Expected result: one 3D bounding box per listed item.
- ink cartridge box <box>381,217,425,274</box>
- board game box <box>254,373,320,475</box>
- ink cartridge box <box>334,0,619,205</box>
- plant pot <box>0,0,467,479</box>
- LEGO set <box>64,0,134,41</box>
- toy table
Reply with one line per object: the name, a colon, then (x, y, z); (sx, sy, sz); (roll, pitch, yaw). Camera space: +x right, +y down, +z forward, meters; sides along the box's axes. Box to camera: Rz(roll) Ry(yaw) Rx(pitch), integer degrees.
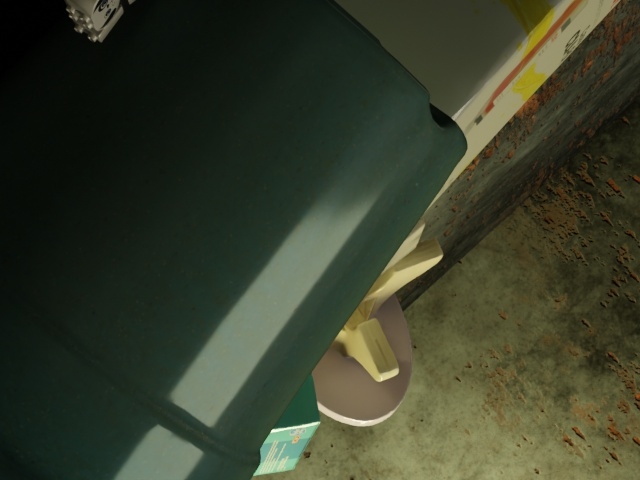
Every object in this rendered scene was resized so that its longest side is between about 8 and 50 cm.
ink cartridge box: (0.000, 0.000, 1.840); (0.203, 0.148, 0.086); (-39, 167, -18)
board game box: (-0.186, 0.242, 1.911); (0.336, 0.079, 0.254); (-6, 160, -12)
ink cartridge box: (0.117, -0.183, 1.395); (0.385, 0.160, 0.279); (-48, 170, -2)
plant pot: (-0.103, -0.017, 1.021); (0.334, 0.341, 0.341); (-51, 169, 0)
LEGO set: (-0.156, -0.163, 0.791); (0.093, 0.087, 0.227); (-55, 172, -11)
toy table: (0.028, 0.082, 1.948); (0.252, 0.274, 0.161); (-32, 164, -18)
